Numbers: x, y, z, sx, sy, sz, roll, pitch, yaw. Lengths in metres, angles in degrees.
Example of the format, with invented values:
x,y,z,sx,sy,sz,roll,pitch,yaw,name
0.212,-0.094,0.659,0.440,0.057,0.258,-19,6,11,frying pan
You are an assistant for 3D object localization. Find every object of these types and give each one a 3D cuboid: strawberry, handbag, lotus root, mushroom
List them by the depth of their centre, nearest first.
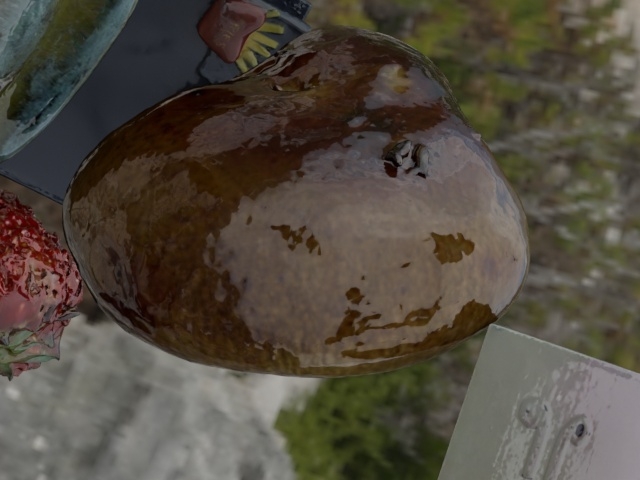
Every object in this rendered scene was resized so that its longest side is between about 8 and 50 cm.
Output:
x,y,z,sx,sy,sz,roll,pitch,yaw,name
0.000,0.000,1.351,0.345,0.345,0.259,-36,133,-39,mushroom
-0.247,-0.148,1.362,0.158,0.140,0.322,16,116,-52,lotus root
-0.202,-0.168,1.835,0.303,0.329,0.122,-56,-168,28,handbag
-0.333,0.037,1.913,0.187,0.184,0.201,29,46,-53,strawberry

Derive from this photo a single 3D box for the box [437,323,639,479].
x,y,z,sx,sy,sz,roll,pitch,yaw,name
0.158,0.137,1.243,0.051,0.130,0.129,13,96,-72,box
